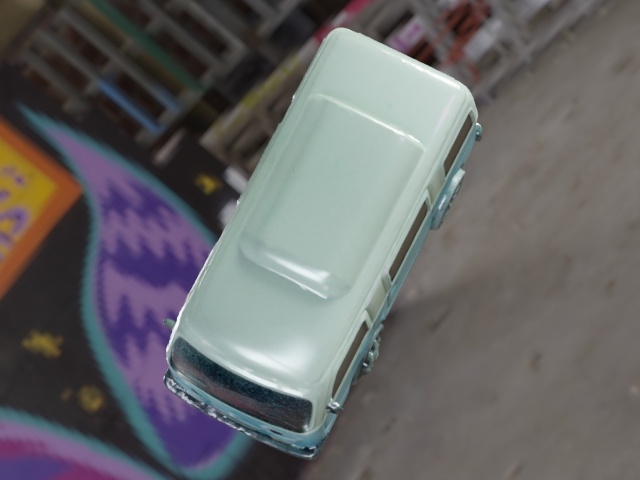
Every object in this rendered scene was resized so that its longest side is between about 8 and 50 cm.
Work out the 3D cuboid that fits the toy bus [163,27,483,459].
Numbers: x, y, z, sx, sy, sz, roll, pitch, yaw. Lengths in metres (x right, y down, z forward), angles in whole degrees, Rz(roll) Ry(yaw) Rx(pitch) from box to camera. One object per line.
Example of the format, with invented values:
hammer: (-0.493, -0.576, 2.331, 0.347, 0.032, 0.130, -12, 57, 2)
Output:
toy bus: (0.000, 0.000, 1.252, 0.271, 0.133, 0.165, -63, -7, -10)
